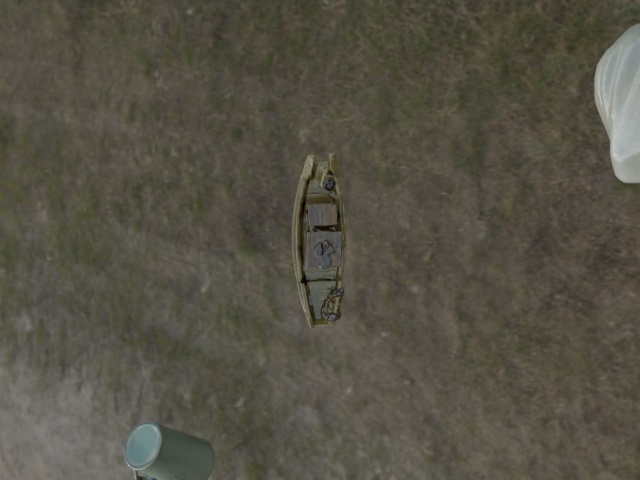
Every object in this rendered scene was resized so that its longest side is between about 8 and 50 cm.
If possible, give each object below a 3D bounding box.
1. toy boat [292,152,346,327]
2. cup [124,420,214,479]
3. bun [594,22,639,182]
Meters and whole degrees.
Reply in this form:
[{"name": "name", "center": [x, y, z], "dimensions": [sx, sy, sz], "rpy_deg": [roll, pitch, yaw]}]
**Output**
[{"name": "toy boat", "center": [0.000, 0.000, 1.009], "dimensions": [0.072, 0.065, 0.206], "rpy_deg": [-125, 33, -77]}, {"name": "cup", "center": [-0.161, 0.217, 0.870], "dimensions": [0.075, 0.083, 0.054], "rpy_deg": [-11, 59, 29]}, {"name": "bun", "center": [0.483, -0.165, 1.240], "dimensions": [0.175, 0.263, 0.263], "rpy_deg": [-45, 52, -4]}]
